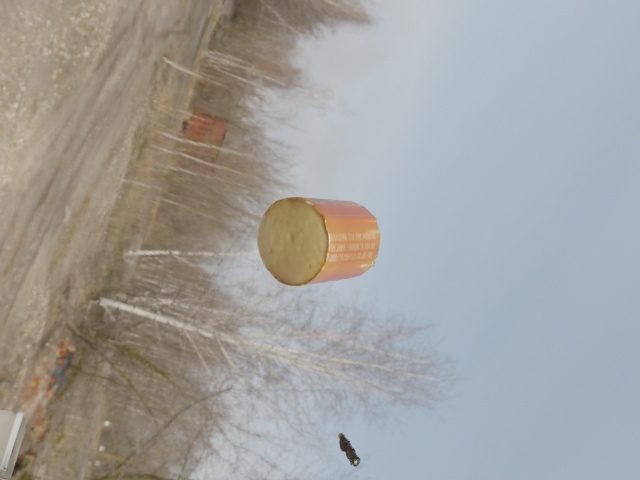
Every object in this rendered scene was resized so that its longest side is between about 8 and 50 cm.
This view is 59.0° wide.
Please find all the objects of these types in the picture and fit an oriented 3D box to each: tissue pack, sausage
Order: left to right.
[{"bbox_3d":[-0.844,0.512,1.415,0.246,0.159,0.136,133,-35,-54],"label":"tissue pack"},{"bbox_3d":[0.000,0.000,1.536,0.287,0.233,0.233,0,116,-58],"label":"sausage"}]

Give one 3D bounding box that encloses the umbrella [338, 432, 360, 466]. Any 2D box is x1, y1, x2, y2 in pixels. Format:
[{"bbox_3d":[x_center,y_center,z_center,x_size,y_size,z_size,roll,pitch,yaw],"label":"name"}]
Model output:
[{"bbox_3d":[0.085,0.653,1.768,0.037,0.040,0.144,67,-9,-21],"label":"umbrella"}]
